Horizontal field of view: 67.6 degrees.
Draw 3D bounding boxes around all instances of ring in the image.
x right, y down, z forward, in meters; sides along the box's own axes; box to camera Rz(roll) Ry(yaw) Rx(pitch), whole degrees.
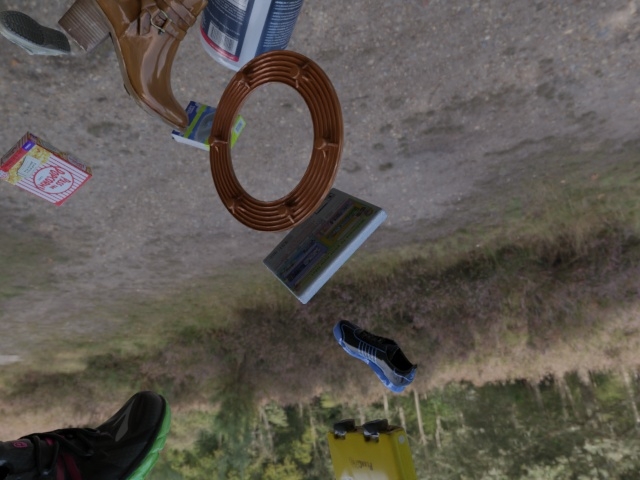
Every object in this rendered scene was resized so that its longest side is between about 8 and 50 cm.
[{"bbox_3d":[-0.102,-0.182,0.885,0.336,0.336,0.032,-22,168,37],"label":"ring"}]

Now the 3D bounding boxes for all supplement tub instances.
[{"bbox_3d":[-0.129,-0.495,0.956,0.191,0.191,0.272,4,146,-23],"label":"supplement tub"}]

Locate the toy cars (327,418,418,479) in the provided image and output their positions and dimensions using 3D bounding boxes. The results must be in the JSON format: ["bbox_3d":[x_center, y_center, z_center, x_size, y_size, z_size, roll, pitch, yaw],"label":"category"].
[{"bbox_3d":[0.068,0.389,0.714,0.087,0.176,0.393,-4,122,-27],"label":"toy cars"}]

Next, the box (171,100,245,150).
[{"bbox_3d":[-0.291,-0.286,1.207,0.178,0.109,0.042,20,164,20],"label":"box"}]

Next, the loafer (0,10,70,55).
[{"bbox_3d":[-0.915,-0.638,1.513,0.092,0.102,0.268,-16,-179,13],"label":"loafer"}]

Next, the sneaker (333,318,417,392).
[{"bbox_3d":[0.136,0.261,1.171,0.081,0.232,0.090,-27,150,-49],"label":"sneaker"}]

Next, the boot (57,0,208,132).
[{"bbox_3d":[-0.287,-0.359,0.871,0.220,0.109,0.283,-43,119,-2],"label":"boot"}]

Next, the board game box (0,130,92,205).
[{"bbox_3d":[-0.770,-0.194,1.334,0.147,0.045,0.193,-38,143,12],"label":"board game box"}]

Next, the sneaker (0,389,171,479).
[{"bbox_3d":[-0.459,0.404,0.829,0.185,0.202,0.483,-25,-174,36],"label":"sneaker"}]

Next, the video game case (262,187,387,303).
[{"bbox_3d":[0.000,0.000,0.891,0.023,0.212,0.193,47,173,-30],"label":"video game case"}]
